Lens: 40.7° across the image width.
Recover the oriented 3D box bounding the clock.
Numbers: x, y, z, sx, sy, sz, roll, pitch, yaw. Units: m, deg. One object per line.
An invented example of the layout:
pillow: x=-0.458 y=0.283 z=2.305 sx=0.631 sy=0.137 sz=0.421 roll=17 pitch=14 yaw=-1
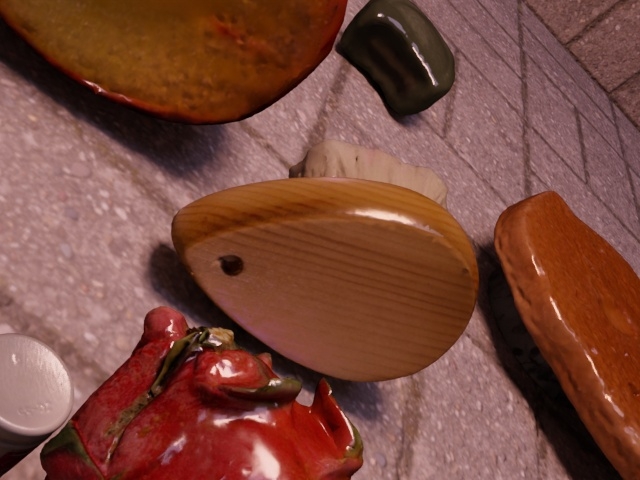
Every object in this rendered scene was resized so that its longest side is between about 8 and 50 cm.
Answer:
clock: x=0.306 y=0.117 z=1.141 sx=0.215 sy=0.042 sz=0.215 roll=35 pitch=33 yaw=-27

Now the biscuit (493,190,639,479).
biscuit: x=0.363 y=0.129 z=1.090 sx=0.349 sy=0.078 sz=0.455 roll=17 pitch=45 yaw=-50

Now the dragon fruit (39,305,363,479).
dragon fruit: x=-0.034 y=0.171 z=0.461 sx=0.269 sy=0.198 sz=0.200 roll=37 pitch=75 yaw=-27

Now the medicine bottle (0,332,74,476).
medicine bottle: x=-0.177 y=0.094 z=0.451 sx=0.058 sy=0.091 sz=0.058 roll=34 pitch=34 yaw=-27

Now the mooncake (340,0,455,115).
mooncake: x=0.110 y=-0.261 z=1.223 sx=0.168 sy=0.104 sz=0.175 roll=8 pitch=53 yaw=-55

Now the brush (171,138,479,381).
brush: x=0.000 y=0.000 z=0.745 sx=0.266 sy=0.174 sz=0.166 roll=18 pitch=28 yaw=-21

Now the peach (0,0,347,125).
peach: x=-0.133 y=-0.240 z=0.701 sx=0.338 sy=0.281 sz=0.281 roll=4 pitch=54 yaw=-58
